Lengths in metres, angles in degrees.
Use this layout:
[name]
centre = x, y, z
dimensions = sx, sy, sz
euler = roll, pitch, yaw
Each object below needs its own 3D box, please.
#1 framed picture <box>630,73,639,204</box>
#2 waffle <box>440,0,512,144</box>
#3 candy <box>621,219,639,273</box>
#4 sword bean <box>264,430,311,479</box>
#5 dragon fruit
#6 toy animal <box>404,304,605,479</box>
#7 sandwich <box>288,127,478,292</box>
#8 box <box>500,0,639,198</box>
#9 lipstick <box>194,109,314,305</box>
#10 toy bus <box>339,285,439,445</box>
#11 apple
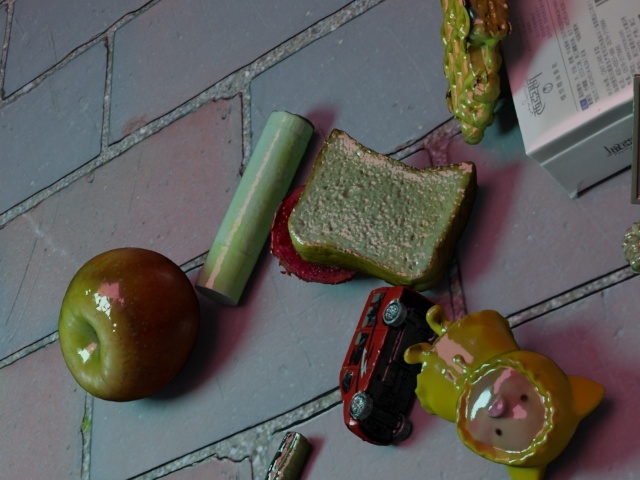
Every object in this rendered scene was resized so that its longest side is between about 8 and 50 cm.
[framed picture]
centre = 0.400, -0.109, 1.358
dimensions = 0.109, 0.011, 0.149
euler = 3, 108, 22
[waffle]
centre = 0.193, -0.290, 1.583
dimensions = 0.060, 0.307, 0.311
euler = -4, 42, -2
[candy]
centre = 0.386, 0.010, 1.321
dimensions = 0.095, 0.110, 0.085
euler = -36, 43, 42
[sword bean]
centre = -0.077, 0.371, 1.553
dimensions = 0.043, 0.038, 0.269
euler = -17, 49, 66
[dragon fruit]
centre = 0.000, 0.000, 1.693
dimensions = 0.111, 0.153, 0.153
euler = 119, 169, -70
[toy animal]
centre = 0.191, 0.164, 1.378
dimensions = 0.156, 0.156, 0.230
euler = -51, 52, 3
[sandwich]
centre = 0.079, -0.039, 1.594
dimensions = 0.215, 0.065, 0.186
euler = 19, 70, 21
[box]
centre = 0.340, -0.224, 1.504
dimensions = 0.203, 0.116, 0.274
euler = -29, 46, 27
[lipstick]
centre = -0.096, -0.053, 1.824
dimensions = 0.076, 0.076, 0.304
euler = 8, 69, 45
[toy bus]
centre = 0.077, 0.156, 1.524
dimensions = 0.089, 0.081, 0.195
euler = -3, 62, 53
[apple]
centre = -0.275, 0.121, 1.786
dimensions = 0.235, 0.173, 0.210
euler = -40, 76, 45
